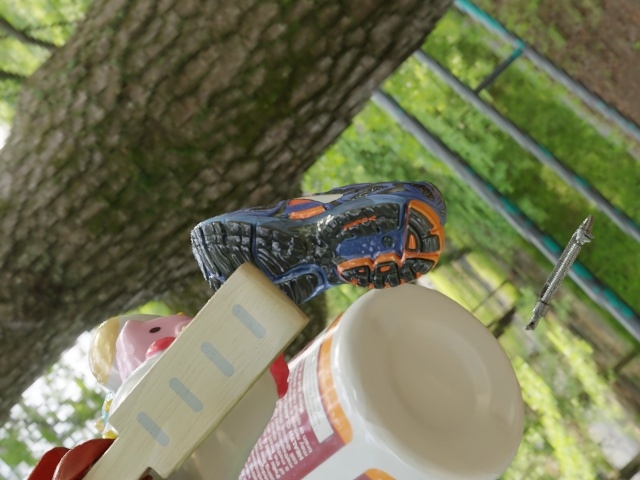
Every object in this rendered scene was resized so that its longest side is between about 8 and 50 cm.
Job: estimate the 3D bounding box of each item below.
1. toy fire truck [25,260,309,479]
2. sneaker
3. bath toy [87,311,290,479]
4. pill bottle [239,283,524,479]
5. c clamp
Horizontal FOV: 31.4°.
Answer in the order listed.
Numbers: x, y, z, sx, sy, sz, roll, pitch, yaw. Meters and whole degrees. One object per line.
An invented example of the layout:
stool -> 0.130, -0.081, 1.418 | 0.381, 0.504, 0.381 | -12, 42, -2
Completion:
toy fire truck -> -0.050, 0.152, 0.592 | 0.217, 0.158, 0.246 | 28, 144, 0
sneaker -> 0.000, 0.000, 0.865 | 0.087, 0.221, 0.083 | -46, -54, -55
bath toy -> -0.108, 0.115, 0.857 | 0.151, 0.129, 0.348 | 50, 166, -5
pill bottle -> 0.018, 0.233, 1.235 | 0.224, 0.392, 0.224 | 20, -131, -24
c clamp -> 0.288, 0.039, 1.354 | 0.022, 0.161, 0.137 | 30, -179, 9
